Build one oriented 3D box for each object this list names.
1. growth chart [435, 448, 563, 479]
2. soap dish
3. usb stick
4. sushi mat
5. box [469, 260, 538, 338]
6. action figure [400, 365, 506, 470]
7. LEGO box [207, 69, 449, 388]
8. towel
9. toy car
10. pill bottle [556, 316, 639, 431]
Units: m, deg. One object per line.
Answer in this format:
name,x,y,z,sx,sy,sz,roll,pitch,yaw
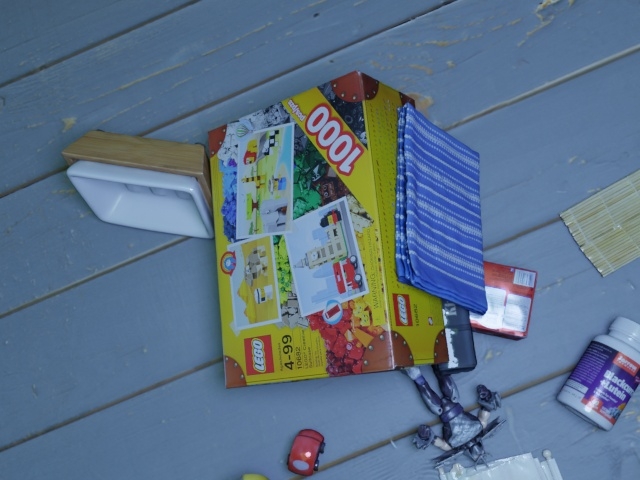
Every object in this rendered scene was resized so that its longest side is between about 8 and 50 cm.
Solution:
growth chart,0.349,0.485,1.291,0.237,0.021,0.172,-11,78,5
soap dish,-0.345,-0.115,1.406,0.291,0.229,0.118,9,64,9
usb stick,0.226,0.102,1.243,0.077,0.045,0.278,-8,78,7
sushi mat,0.647,-0.065,1.361,0.317,0.019,0.151,-29,78,2
box,0.270,0.103,1.324,0.257,0.122,0.128,11,80,10
action figure,0.234,0.306,1.302,0.185,0.099,0.285,-29,81,-16
LEGO box,0.000,0.000,1.270,0.373,0.193,0.500,-15,75,35
towel,0.219,-0.052,1.208,0.040,0.243,0.336,-19,59,42
toy car,-0.032,0.458,1.241,0.239,0.053,0.225,-28,48,-32
pill bottle,0.532,0.242,1.270,0.108,0.108,0.193,33,85,12
